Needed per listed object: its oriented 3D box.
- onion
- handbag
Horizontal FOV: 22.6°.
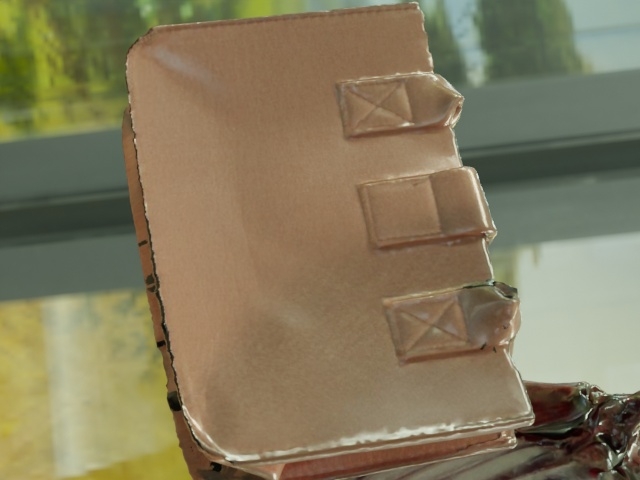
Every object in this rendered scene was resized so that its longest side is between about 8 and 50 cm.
[{"bbox_3d":[0.098,0.167,0.920,0.283,0.227,0.120,-52,-171,26],"label":"onion"},{"bbox_3d":[0.000,0.000,0.709,0.059,0.157,0.213,103,-24,-63],"label":"handbag"}]
